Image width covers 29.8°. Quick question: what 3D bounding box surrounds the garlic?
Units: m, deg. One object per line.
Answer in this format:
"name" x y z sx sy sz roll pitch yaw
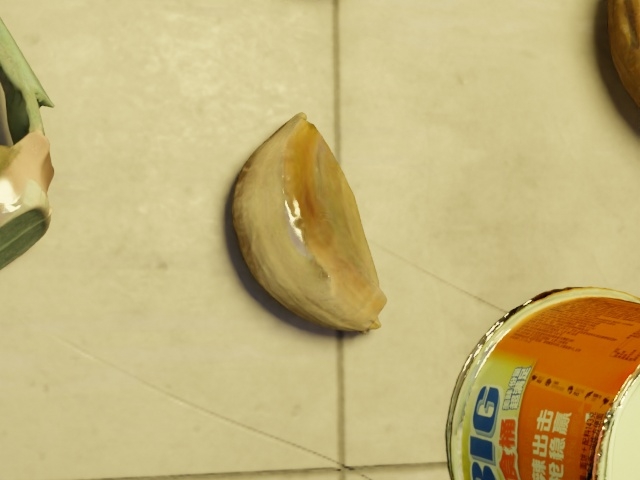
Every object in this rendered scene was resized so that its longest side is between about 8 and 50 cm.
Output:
"garlic" -0.014 -0.002 1.001 0.101 0.087 0.195 -26 91 -30

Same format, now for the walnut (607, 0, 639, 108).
"walnut" 0.359 -0.189 1.075 0.213 0.213 0.213 1 86 -17

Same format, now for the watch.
"watch" -0.322 -0.075 0.882 0.253 0.162 0.241 -38 90 -16

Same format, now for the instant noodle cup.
"instant noodle cup" 0.278 0.179 1.007 0.296 0.214 0.296 1 86 -16
